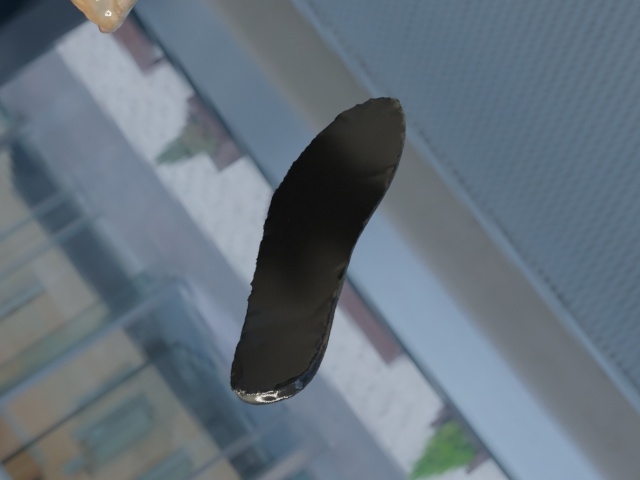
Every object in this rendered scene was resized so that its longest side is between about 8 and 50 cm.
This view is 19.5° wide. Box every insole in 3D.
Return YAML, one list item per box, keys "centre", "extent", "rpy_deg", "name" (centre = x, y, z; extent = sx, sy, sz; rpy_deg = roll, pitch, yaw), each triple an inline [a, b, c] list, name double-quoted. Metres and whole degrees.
- centre: [0.000, 0.000, 1.370]
  extent: [0.110, 0.309, 0.012]
  rpy_deg: [-12, 130, 26]
  name: "insole"

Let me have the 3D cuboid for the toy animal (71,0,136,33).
- centre: [-0.186, -0.217, 1.212]
  extent: [0.185, 0.104, 0.184]
  rpy_deg: [26, 149, -13]
  name: "toy animal"
